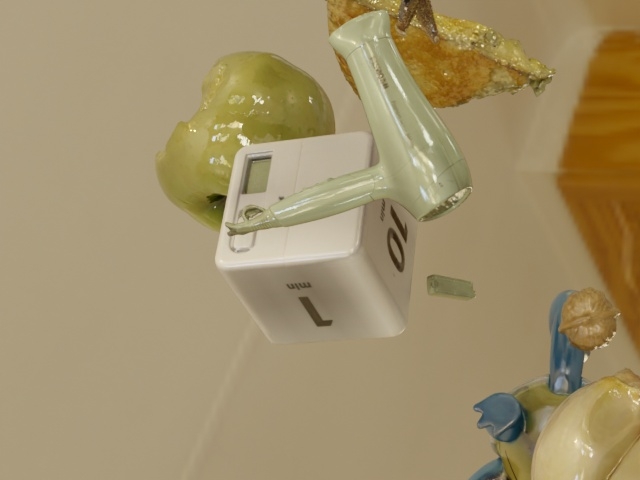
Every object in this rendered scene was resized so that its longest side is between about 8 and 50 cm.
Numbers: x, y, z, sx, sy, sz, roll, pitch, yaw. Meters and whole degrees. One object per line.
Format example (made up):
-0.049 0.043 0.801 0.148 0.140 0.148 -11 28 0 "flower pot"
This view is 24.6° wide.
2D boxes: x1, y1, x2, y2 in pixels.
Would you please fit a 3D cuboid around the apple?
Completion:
-0.101 -0.139 2.134 0.279 0.279 0.279 -10 -78 -58 "apple"

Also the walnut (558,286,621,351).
0.343 0.101 1.881 0.096 0.082 0.079 26 -133 -77 "walnut"

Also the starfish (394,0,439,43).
0.080 -0.200 1.203 0.078 0.028 0.091 48 -123 -42 "starfish"

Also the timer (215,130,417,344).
0.000 0.000 1.848 0.195 0.194 0.192 58 -147 -49 "timer"

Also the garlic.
0.322 0.252 1.450 0.203 0.281 0.185 -56 -45 -10 "garlic"

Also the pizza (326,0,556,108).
0.152 -0.227 1.822 0.280 0.287 0.075 76 -150 -60 "pizza"

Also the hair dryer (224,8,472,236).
0.003 -0.081 1.402 0.206 0.237 0.075 63 -172 13 "hair dryer"

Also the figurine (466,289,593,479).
0.325 0.289 2.041 0.243 0.298 0.416 -58 -31 -71 "figurine"

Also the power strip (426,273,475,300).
0.177 0.065 1.983 0.083 0.017 0.027 12 -111 -34 "power strip"
